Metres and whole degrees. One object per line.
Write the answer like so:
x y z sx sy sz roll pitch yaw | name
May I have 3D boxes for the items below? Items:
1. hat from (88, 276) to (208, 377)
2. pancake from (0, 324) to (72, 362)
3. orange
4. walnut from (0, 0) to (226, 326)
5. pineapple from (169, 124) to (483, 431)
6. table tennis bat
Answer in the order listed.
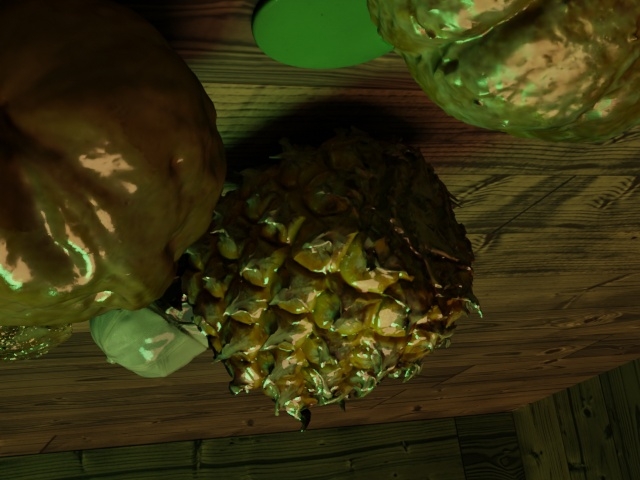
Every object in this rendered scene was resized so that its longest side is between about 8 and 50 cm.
-0.218 0.133 1.826 0.275 0.161 0.232 7 -172 -13 | hat
-0.575 0.155 1.956 0.356 0.065 0.356 -7 162 -2 | pancake
0.195 -0.194 1.037 0.368 0.210 0.271 6 169 -44 | orange
-0.238 -0.065 1.085 0.306 0.306 0.344 -10 173 3 | walnut
0.022 0.034 1.455 0.300 0.352 0.352 -29 155 30 | pineapple
0.055 -0.212 1.186 0.257 0.039 0.160 5 158 -23 | table tennis bat
